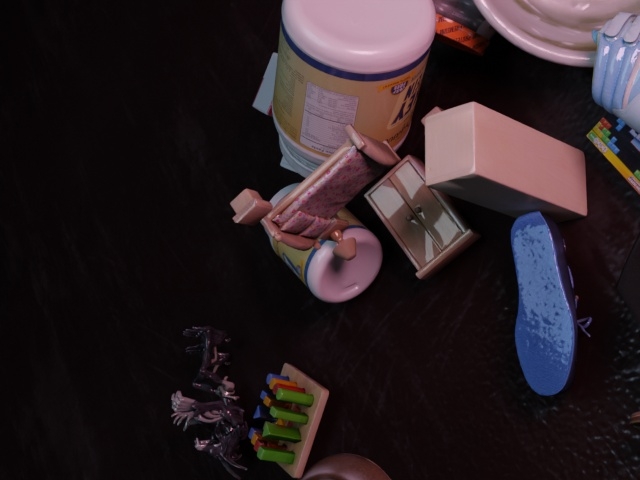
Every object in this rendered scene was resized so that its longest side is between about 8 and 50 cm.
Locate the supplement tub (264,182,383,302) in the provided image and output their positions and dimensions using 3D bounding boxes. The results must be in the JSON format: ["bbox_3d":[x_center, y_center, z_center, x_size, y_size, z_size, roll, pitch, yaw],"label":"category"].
[{"bbox_3d":[0.000,0.000,1.786,0.200,0.144,0.144,46,112,44],"label":"supplement tub"}]

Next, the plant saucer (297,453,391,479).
[{"bbox_3d":[0.021,0.507,1.691,0.310,0.050,0.310,-14,70,43],"label":"plant saucer"}]

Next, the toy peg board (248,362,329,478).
[{"bbox_3d":[-0.076,0.307,1.800,0.160,0.079,0.161,24,96,61],"label":"toy peg board"}]

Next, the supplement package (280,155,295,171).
[{"bbox_3d":[0.022,-0.195,1.848,0.105,0.105,0.179,25,96,49],"label":"supplement package"}]

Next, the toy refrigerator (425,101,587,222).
[{"bbox_3d":[0.261,-0.100,1.446,0.094,0.269,0.102,-14,70,44],"label":"toy refrigerator"}]

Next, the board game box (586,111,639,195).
[{"bbox_3d":[0.467,-0.138,1.404,0.141,0.048,0.170,-52,47,24],"label":"board game box"}]

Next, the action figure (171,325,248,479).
[{"bbox_3d":[-0.211,0.309,1.913,0.164,0.141,0.276,108,154,-56],"label":"action figure"}]

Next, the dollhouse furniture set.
[{"bbox_3d":[0.099,-0.062,1.507,0.303,0.355,0.174,-42,68,18],"label":"dollhouse furniture set"}]

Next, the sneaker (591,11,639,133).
[{"bbox_3d":[0.476,-0.278,1.331,0.319,0.127,0.208,-51,54,0],"label":"sneaker"}]

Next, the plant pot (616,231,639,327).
[{"bbox_3d":[0.480,0.055,1.251,0.167,0.188,0.187,-55,45,39],"label":"plant pot"}]

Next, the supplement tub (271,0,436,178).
[{"bbox_3d":[0.042,-0.253,1.591,0.316,0.228,0.228,100,155,-55],"label":"supplement tub"}]

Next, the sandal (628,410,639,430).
[{"bbox_3d":[0.486,0.198,1.263,0.219,0.090,0.060,-29,42,40],"label":"sandal"}]

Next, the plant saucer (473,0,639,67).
[{"bbox_3d":[0.395,-0.445,1.458,0.400,0.100,0.400,2,96,16],"label":"plant saucer"}]

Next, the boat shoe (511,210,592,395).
[{"bbox_3d":[0.333,0.088,1.451,0.109,0.089,0.258,-3,83,36],"label":"boat shoe"}]

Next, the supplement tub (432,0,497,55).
[{"bbox_3d":[0.251,-0.466,1.620,0.193,0.193,0.316,31,102,46],"label":"supplement tub"}]

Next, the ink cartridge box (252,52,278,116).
[{"bbox_3d":[-0.034,-0.267,1.896,0.063,0.150,0.109,32,102,50],"label":"ink cartridge box"}]
